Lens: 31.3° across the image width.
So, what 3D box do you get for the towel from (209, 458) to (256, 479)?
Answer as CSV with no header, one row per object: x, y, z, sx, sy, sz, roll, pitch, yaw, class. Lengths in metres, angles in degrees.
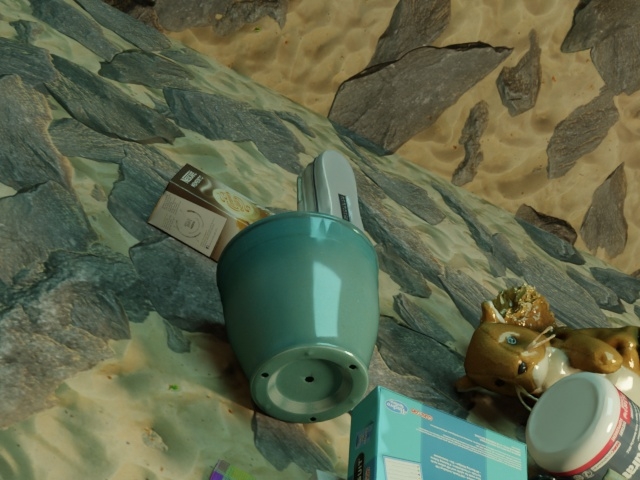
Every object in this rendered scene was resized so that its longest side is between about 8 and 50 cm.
-0.121,0.330,1.547,0.060,0.009,0.083,31,20,-2,towel

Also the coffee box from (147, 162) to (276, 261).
-0.188,-0.033,2.198,0.246,0.098,0.141,30,19,-3,coffee box

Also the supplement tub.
0.511,0.374,2.009,0.272,0.191,0.191,38,15,-24,supplement tub

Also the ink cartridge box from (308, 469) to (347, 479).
0.065,0.394,1.575,0.181,0.062,0.104,23,22,-19,ink cartridge box

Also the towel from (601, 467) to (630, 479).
0.564,0.482,1.801,0.324,0.056,0.312,27,-17,17,towel

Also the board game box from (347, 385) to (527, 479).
0.157,0.388,1.517,0.253,0.079,0.336,24,45,-18,board game box

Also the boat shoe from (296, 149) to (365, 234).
-0.007,-0.004,2.351,0.136,0.156,0.367,20,50,-39,boat shoe

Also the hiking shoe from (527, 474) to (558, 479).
0.422,0.499,1.819,0.304,0.113,0.132,43,-8,48,hiking shoe

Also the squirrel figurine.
0.435,0.246,2.267,0.370,0.281,0.397,12,10,-17,squirrel figurine

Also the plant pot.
-0.029,0.138,1.810,0.271,0.272,0.255,22,37,-23,plant pot
